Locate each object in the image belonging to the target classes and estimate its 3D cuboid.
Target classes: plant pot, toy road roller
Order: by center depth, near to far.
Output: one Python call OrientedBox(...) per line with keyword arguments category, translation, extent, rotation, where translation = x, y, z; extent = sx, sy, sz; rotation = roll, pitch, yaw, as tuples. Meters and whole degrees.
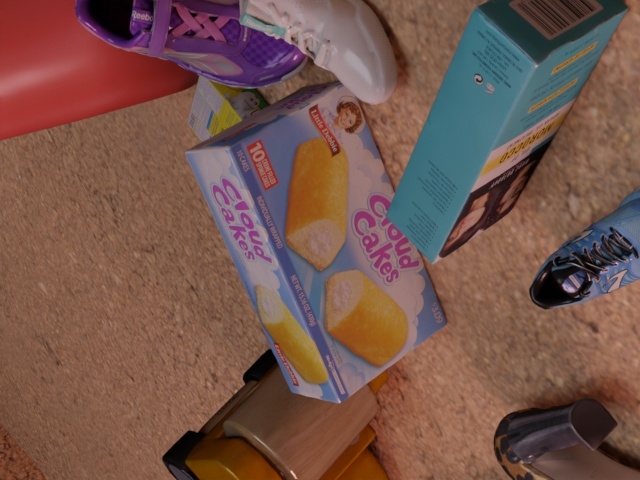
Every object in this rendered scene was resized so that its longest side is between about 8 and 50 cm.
OrientedBox(category="plant pot", translation=(-0.295, -0.240, 1.218), extent=(0.275, 0.243, 0.275), rotation=(39, 147, 32))
OrientedBox(category="toy road roller", translation=(-0.013, 0.260, 1.317), extent=(0.240, 0.202, 0.329), rotation=(47, 157, -4))

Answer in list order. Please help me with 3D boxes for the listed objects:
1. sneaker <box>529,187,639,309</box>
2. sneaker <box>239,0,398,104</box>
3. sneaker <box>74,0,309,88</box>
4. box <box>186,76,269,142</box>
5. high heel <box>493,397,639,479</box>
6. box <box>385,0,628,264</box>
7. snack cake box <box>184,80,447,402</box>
OrientedBox(category="sneaker", translation=(0.211, 0.018, 0.846), extent=(0.063, 0.073, 0.162), rotation=(54, 151, 8))
OrientedBox(category="sneaker", translation=(-0.022, -0.195, 0.987), extent=(0.212, 0.094, 0.080), rotation=(54, 150, 8))
OrientedBox(category="sneaker", translation=(-0.126, -0.200, 1.052), extent=(0.236, 0.104, 0.095), rotation=(15, 99, 12))
OrientedBox(category="box", translation=(-0.069, -0.095, 1.213), extent=(0.179, 0.043, 0.105), rotation=(53, 151, 15))
OrientedBox(category="high heel", translation=(0.257, 0.258, 1.005), extent=(0.261, 0.093, 0.186), rotation=(58, 159, 5))
OrientedBox(category="box", translation=(0.130, -0.087, 0.845), extent=(0.060, 0.100, 0.244), rotation=(47, 150, 18))
OrientedBox(category="snack cake box", translation=(0.000, 0.000, 1.080), extent=(0.089, 0.152, 0.264), rotation=(2, 119, 57))
